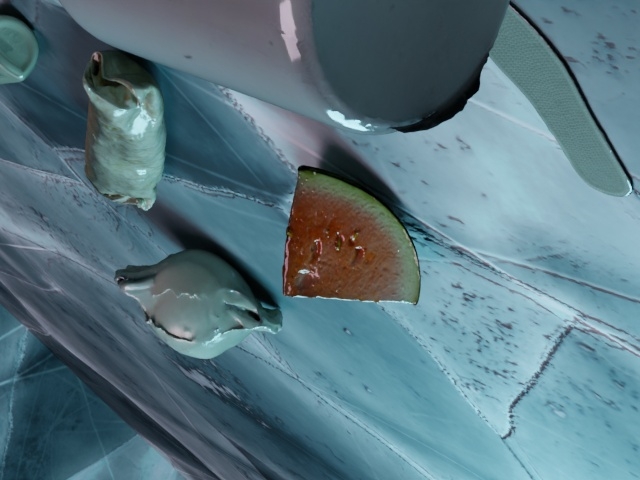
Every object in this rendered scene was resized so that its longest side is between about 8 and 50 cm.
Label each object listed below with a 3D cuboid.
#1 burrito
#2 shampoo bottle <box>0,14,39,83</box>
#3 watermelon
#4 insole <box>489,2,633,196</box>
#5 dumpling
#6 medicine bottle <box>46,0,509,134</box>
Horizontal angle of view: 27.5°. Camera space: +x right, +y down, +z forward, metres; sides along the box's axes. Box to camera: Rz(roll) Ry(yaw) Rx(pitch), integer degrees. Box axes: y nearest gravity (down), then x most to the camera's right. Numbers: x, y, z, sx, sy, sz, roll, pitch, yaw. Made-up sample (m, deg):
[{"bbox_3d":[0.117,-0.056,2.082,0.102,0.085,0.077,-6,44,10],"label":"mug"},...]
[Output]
[{"bbox_3d":[-0.172,-0.095,1.120,0.082,0.059,0.275,31,162,2],"label":"burrito"},{"bbox_3d":[-0.315,-0.173,1.226,0.072,0.049,0.212,41,163,-21],"label":"shampoo bottle"},{"bbox_3d":[0.000,0.000,0.946,0.125,0.094,0.135,31,159,45],"label":"watermelon"},{"bbox_3d":[0.117,-0.074,0.673,0.053,0.002,0.153,14,150,53],"label":"insole"},{"bbox_3d":[-0.121,0.065,1.356,0.188,0.108,0.127,15,179,17],"label":"dumpling"},{"bbox_3d":[-0.048,-0.145,0.599,0.258,0.143,0.143,23,156,40],"label":"medicine bottle"}]
